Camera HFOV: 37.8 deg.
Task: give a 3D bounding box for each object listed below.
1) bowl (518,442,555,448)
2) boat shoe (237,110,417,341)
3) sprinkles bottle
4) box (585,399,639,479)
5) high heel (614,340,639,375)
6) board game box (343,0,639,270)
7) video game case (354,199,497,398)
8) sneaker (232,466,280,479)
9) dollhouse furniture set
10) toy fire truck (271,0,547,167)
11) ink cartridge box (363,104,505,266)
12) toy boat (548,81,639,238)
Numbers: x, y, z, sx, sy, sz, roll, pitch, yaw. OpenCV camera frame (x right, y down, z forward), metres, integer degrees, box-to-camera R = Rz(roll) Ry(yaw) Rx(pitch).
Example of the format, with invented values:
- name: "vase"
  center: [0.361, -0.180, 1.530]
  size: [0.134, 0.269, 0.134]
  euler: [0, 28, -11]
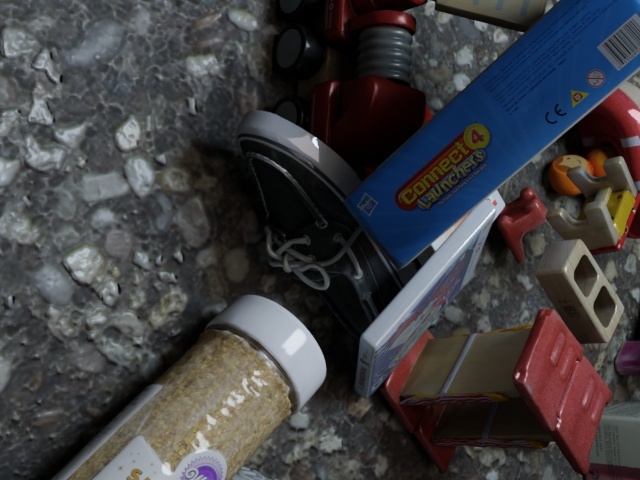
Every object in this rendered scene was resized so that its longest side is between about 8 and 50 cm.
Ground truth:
- name: "bowl"
  center: [0.277, 0.203, 1.223]
  size: [0.142, 0.053, 0.142]
  euler: [15, 79, -38]
- name: "boat shoe"
  center: [-0.003, 0.000, 0.968]
  size: [0.105, 0.113, 0.306]
  euler: [-56, 136, -21]
- name: "sprinkles bottle"
  center: [-0.144, 0.201, 0.827]
  size: [0.355, 0.121, 0.121]
  euler: [-45, 114, -32]
- name: "box"
  center: [0.499, 0.296, 1.283]
  size: [0.149, 0.232, 0.126]
  euler: [-3, 88, -40]
- name: "high heel"
  center: [0.537, 0.109, 1.403]
  size: [0.244, 0.117, 0.082]
  euler: [-50, 117, -31]
- name: "board game box"
  center: [0.198, -0.131, 0.923]
  size: [0.086, 0.308, 0.302]
  euler: [49, 24, 3]
- name: "video game case"
  center: [0.110, 0.068, 1.002]
  size: [0.023, 0.183, 0.201]
  euler: [38, 71, 16]
- name: "sneaker"
  center: [-0.032, 0.304, 0.949]
  size: [0.235, 0.090, 0.094]
  euler: [31, 80, -30]
- name: "dollhouse furniture set"
  center: [0.255, 0.087, 1.127]
  size: [0.152, 0.201, 0.374]
  euler: [53, 51, -24]
- name: "toy fire truck"
  center: [0.086, -0.191, 0.963]
  size: [0.159, 0.246, 0.217]
  euler: [9, 81, -39]
- name: "ink cartridge box"
  center: [0.142, -0.068, 1.135]
  size: [0.145, 0.045, 0.179]
  euler: [-48, 118, -32]
- name: "toy boat"
  center: [0.389, -0.106, 1.302]
  size: [0.151, 0.151, 0.231]
  euler: [-16, 98, -10]
